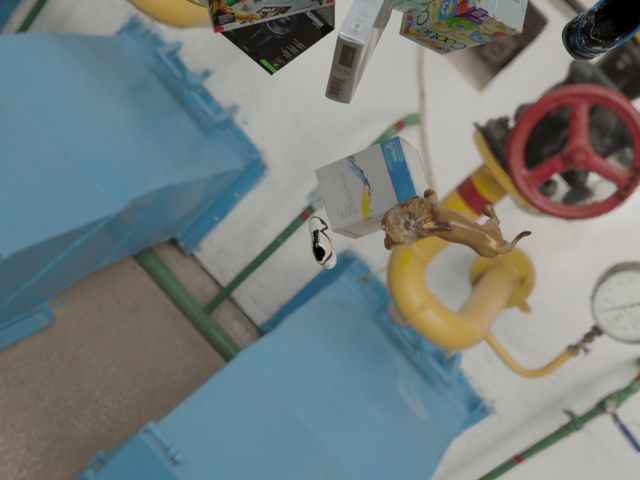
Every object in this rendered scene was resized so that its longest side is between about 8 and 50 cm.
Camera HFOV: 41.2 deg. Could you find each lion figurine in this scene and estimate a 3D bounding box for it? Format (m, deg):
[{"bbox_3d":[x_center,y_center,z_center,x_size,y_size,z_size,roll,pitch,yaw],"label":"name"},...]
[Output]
[{"bbox_3d":[0.354,-0.028,2.199,0.392,0.142,0.240,10,19,7],"label":"lion figurine"}]

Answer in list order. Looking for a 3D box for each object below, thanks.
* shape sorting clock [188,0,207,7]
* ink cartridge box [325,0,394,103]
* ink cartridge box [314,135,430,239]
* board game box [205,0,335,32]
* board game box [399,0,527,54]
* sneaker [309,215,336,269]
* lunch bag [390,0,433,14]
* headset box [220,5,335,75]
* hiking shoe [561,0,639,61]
[{"bbox_3d":[-0.298,-0.696,2.212,0.206,0.040,0.206,5,71,-16],"label":"shape sorting clock"},{"bbox_3d":[0.082,-0.392,1.560,0.066,0.189,0.232,18,65,2],"label":"ink cartridge box"},{"bbox_3d":[0.159,-0.145,2.447,0.198,0.270,0.197,17,55,-67],"label":"ink cartridge box"},{"bbox_3d":[-0.122,-0.611,1.986,0.193,0.305,0.053,81,-9,-47],"label":"board game box"},{"bbox_3d":[0.330,-0.543,1.970,0.142,0.275,0.144,17,81,-31],"label":"board game box"},{"bbox_3d":[0.000,0.000,1.614,0.044,0.040,0.109,24,43,-57],"label":"sneaker"},{"bbox_3d":[0.160,-0.599,1.819,0.279,0.108,0.224,-20,85,-62],"label":"lunch bag"},{"bbox_3d":[-0.140,-0.656,2.501,0.246,0.283,0.131,36,39,-35],"label":"headset box"},{"bbox_3d":[0.571,-0.420,1.486,0.113,0.304,0.132,49,7,-6],"label":"hiking shoe"}]
